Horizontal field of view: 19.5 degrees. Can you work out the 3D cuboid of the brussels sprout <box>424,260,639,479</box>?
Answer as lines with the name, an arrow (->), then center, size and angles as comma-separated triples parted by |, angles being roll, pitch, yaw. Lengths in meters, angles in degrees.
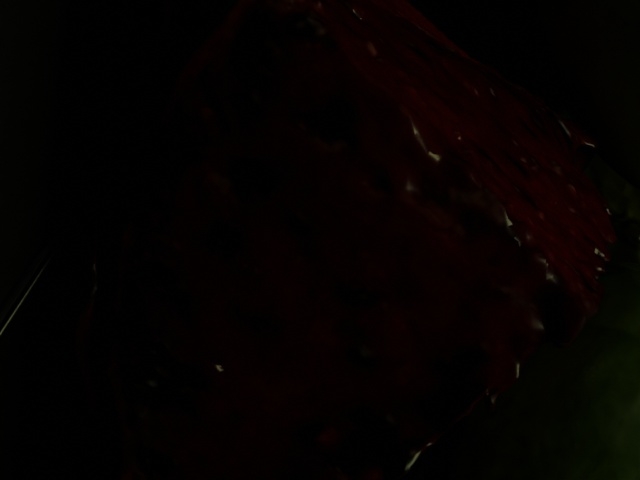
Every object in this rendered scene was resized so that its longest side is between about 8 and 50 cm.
brussels sprout -> 0.166, 0.122, 1.071 | 0.244, 0.244, 0.244 | -36, 135, -45

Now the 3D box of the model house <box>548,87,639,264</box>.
model house -> 0.210, -0.031, 1.256 | 0.194, 0.170, 0.211 | -18, 94, -47

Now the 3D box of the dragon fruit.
dragon fruit -> -0.008, -0.006, 0.927 | 0.286, 0.228, 0.329 | -49, -178, 26

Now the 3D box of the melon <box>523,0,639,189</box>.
melon -> 0.244, -0.163, 1.061 | 0.268, 0.268, 0.330 | -9, 100, -57
